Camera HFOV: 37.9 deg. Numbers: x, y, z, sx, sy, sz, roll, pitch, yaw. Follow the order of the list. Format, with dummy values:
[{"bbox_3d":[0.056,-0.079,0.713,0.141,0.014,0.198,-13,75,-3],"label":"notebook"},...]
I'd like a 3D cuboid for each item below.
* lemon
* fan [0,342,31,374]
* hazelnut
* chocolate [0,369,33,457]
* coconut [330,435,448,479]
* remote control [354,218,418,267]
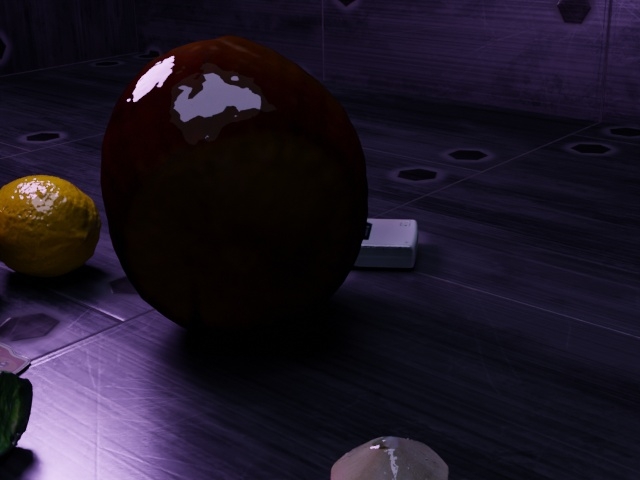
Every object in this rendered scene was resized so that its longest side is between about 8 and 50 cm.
[{"bbox_3d":[-0.467,-0.024,1.571,0.180,0.181,0.193,-16,9,-33],"label":"lemon"},{"bbox_3d":[-0.448,0.183,1.257,0.132,0.009,0.220,-19,27,-38],"label":"fan"},{"bbox_3d":[-0.107,-0.075,1.325,0.402,0.429,0.402,-12,32,8],"label":"hazelnut"},{"bbox_3d":[-0.497,0.196,1.110,0.291,0.110,0.110,2,21,16],"label":"chocolate"},{"bbox_3d":[0.068,0.245,0.900,0.116,0.122,0.116,-2,21,1],"label":"coconut"},{"bbox_3d":[0.000,0.001,1.652,0.344,0.050,0.145,1,21,9],"label":"remote control"}]
